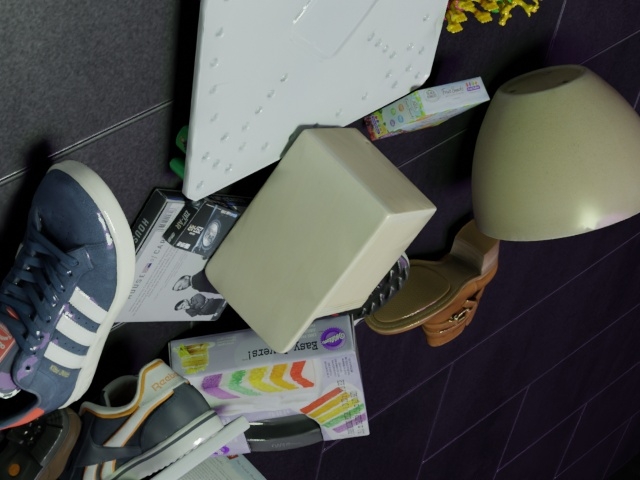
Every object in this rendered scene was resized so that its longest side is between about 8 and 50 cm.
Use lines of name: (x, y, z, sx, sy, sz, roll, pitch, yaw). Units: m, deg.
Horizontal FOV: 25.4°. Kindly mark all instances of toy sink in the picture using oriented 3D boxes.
toy sink: (0.000, 0.000, 1.713, 0.234, 0.153, 0.131, -54, 158, 24)

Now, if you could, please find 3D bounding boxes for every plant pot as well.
plant pot: (0.341, -0.143, 2.040, 0.284, 0.284, 0.191, -29, 112, -34)

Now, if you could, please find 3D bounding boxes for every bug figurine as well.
bug figurine: (0.231, -0.361, 1.749, 0.279, 0.072, 0.216, -21, 146, -48)

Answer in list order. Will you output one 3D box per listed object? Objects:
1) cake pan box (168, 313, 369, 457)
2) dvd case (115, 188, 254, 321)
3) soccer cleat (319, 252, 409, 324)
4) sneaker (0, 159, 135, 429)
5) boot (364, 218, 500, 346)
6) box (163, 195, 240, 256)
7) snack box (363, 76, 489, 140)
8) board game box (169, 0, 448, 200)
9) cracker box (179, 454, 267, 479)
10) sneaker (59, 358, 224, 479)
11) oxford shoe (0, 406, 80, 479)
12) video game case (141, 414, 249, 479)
cake pan box: (-0.064, 0.204, 1.930, 0.246, 0.070, 0.267, -7, 147, 1)
dvd case: (-0.161, 0.022, 1.721, 0.239, 0.029, 0.179, 5, 123, -57)
soccer cleat: (-0.002, 0.090, 1.979, 0.109, 0.116, 0.318, 32, 118, -27)
sneaker: (-0.298, 0.075, 1.471, 0.148, 0.131, 0.350, -29, 148, -42)
boot: (0.174, 0.102, 2.271, 0.283, 0.109, 0.220, -43, 158, -28)
box: (-0.137, -0.017, 1.648, 0.067, 0.018, 0.083, -53, 153, 8)
snack box: (0.139, -0.172, 1.851, 0.141, 0.037, 0.100, -18, 175, -46)
board game box: (0.004, -0.266, 1.562, 0.390, 0.050, 0.390, -29, 148, -33)
cracker box: (-0.177, 0.376, 2.022, 0.232, 0.156, 0.067, -12, 136, -50)
sneaker: (-0.252, 0.250, 1.801, 0.321, 0.127, 0.126, -37, 177, 39)
oxford shoe: (-0.366, 0.297, 1.721, 0.227, 0.083, 0.096, -48, 158, 2)
video game case: (-0.206, 0.309, 1.859, 0.201, 0.023, 0.183, -32, 177, -38)
